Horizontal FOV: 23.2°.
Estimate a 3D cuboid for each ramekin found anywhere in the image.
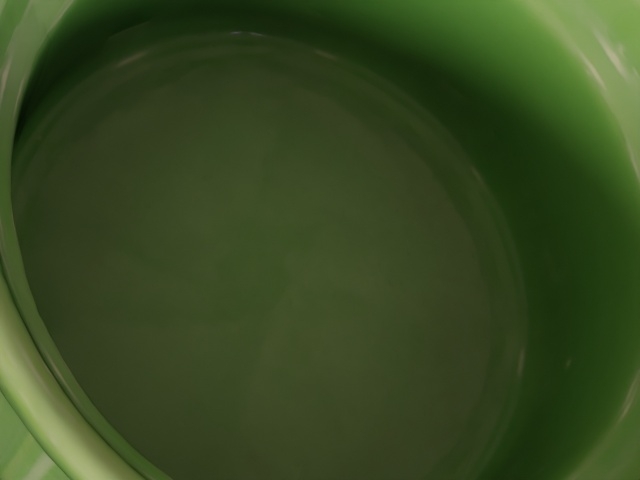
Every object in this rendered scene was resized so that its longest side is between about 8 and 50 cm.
[{"bbox_3d":[0.000,0.000,0.583,0.303,0.303,0.148,-25,170,-28],"label":"ramekin"}]
